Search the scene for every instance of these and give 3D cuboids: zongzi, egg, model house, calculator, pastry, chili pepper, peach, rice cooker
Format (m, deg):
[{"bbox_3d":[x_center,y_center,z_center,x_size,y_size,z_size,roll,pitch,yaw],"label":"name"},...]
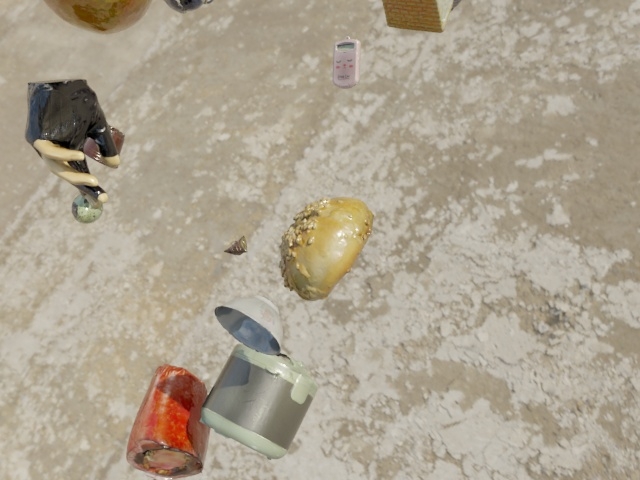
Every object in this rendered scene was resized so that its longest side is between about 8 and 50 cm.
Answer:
[{"bbox_3d":[-0.295,0.031,2.215,0.083,0.073,0.067,-52,47,47],"label":"zongzi"},{"bbox_3d":[-0.658,-0.089,1.804,0.085,0.085,0.110,-26,31,15],"label":"egg"},{"bbox_3d":[0.129,-0.316,0.793,0.087,0.100,0.100,17,34,35],"label":"model house"},{"bbox_3d":[0.088,-0.596,2.147,0.100,0.032,0.175,4,95,31],"label":"calculator"},{"bbox_3d":[0.000,0.000,1.662,0.284,0.184,0.316,-50,8,35],"label":"pastry"},{"bbox_3d":[-0.424,0.538,1.916,0.229,0.251,0.305,-33,30,37],"label":"chili pepper"},{"bbox_3d":[-0.489,-0.607,1.385,0.307,0.332,0.308,3,72,-9],"label":"peach"},{"bbox_3d":[-0.167,0.438,1.788,0.288,0.288,0.277,11,65,39],"label":"rice cooker"}]

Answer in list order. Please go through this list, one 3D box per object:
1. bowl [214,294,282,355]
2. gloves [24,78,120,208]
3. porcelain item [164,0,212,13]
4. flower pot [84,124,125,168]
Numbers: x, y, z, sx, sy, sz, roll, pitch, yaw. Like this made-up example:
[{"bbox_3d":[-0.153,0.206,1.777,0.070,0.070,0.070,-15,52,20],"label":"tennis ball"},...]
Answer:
[{"bbox_3d":[-0.156,0.189,1.548,0.189,0.189,0.086,8,50,38],"label":"bowl"},{"bbox_3d":[-0.548,-0.218,1.441,0.152,0.301,0.197,-14,9,38],"label":"gloves"},{"bbox_3d":[-0.315,-0.716,1.583,0.138,0.186,0.288,23,88,4],"label":"porcelain item"},{"bbox_3d":[-0.555,-0.251,1.657,0.111,0.111,0.089,37,99,45],"label":"flower pot"}]
